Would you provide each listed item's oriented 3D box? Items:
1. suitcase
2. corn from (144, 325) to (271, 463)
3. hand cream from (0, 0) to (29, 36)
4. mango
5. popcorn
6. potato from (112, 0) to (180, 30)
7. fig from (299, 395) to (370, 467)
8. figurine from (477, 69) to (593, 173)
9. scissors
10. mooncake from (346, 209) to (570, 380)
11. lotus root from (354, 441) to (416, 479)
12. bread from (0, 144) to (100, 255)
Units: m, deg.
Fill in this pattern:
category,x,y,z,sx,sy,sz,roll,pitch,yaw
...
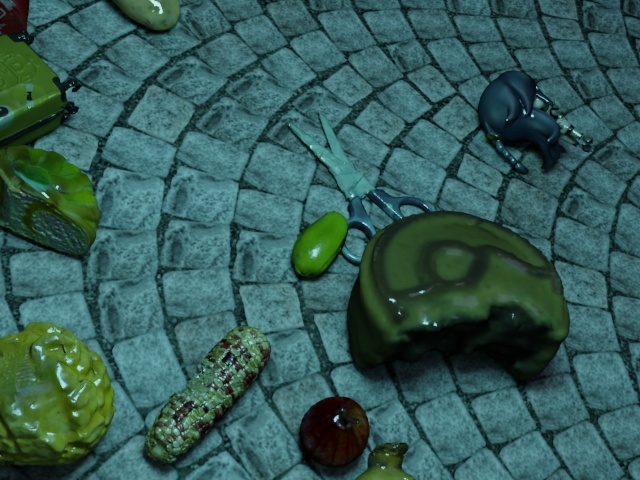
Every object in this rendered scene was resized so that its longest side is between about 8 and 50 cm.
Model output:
category,x,y,z,sx,sy,sz,roll,pitch,yaw
suitcase,-0.613,-0.275,1.679,0.194,0.143,0.235,45,55,12
corn,-0.194,0.261,1.499,0.098,0.098,0.290,38,56,8
hand cream,-0.698,-0.480,1.736,0.230,0.230,0.149,0,58,-18
mango,0.000,0.000,1.734,0.091,0.074,0.165,16,57,21
popcorn,-0.453,0.243,1.373,0.250,0.190,0.250,5,69,-12
potato,-0.409,-0.575,1.953,0.161,0.128,0.234,-11,67,-20
fig,0.023,0.334,1.507,0.128,0.150,0.128,-1,86,10
figurine,0.491,-0.277,2.037,0.197,0.175,0.265,-21,59,-24
scissors,0.069,-0.134,1.885,0.256,0.029,0.383,-22,66,-30
mooncake,0.250,0.131,1.648,0.393,0.246,0.394,41,51,17
lotus root,0.108,0.489,1.427,0.146,0.131,0.303,9,58,-11
bread,-0.511,-0.099,1.592,0.261,0.158,0.156,24,50,-5
